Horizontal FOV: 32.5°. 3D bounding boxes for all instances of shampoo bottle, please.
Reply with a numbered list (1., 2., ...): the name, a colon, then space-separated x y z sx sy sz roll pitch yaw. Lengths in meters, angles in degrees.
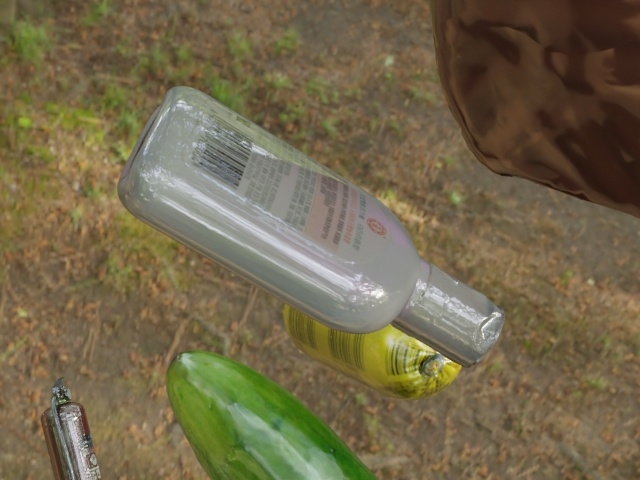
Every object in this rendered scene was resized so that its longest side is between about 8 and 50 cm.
1. shampoo bottle: 0.000 0.000 0.446 0.165 0.040 0.080 31 31 -14

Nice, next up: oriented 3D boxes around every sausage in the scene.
1. sausage: 0.055 0.102 1.277 0.123 0.123 0.347 -4 9 -26

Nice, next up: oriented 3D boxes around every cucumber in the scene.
1. cucumber: 0.031 0.134 0.409 0.250 0.056 0.056 49 39 -14

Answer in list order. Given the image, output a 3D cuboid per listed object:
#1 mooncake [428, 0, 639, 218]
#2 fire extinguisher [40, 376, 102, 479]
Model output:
1. mooncake: 0.197 -0.108 0.505 0.326 0.334 0.174 43 54 -13
2. fire extinguisher: -0.230 0.206 1.021 0.043 0.064 0.158 -15 87 1
